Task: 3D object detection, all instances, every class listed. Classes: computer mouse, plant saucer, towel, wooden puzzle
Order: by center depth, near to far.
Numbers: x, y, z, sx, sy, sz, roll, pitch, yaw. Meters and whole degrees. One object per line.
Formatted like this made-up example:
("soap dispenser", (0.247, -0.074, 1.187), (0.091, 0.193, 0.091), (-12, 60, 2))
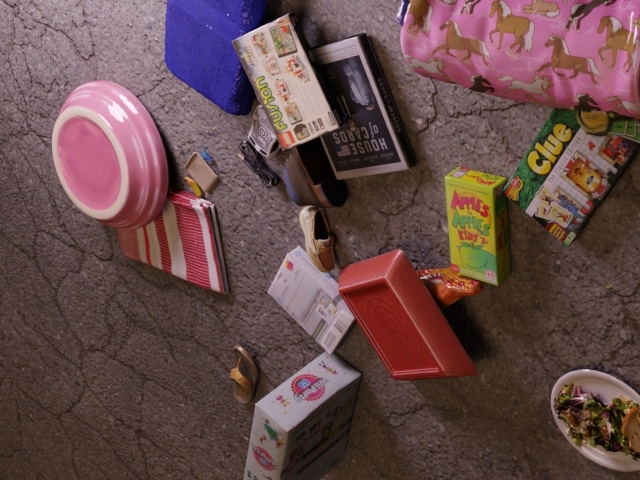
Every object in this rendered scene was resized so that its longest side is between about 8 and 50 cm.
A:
("towel", (-0.182, -0.397, 1.913), (0.228, 0.076, 0.308), (38, 137, 26))
("plant saucer", (0.140, 0.152, 1.950), (0.258, 0.048, 0.259), (58, 155, -5))
("computer mouse", (-0.098, -0.188, 2.001), (0.106, 0.042, 0.193), (48, 147, 15))
("wooden puzzle", (-0.243, -0.140, 2.206), (0.078, 0.014, 0.116), (52, 142, -3))
("plant saucer", (-0.467, -0.174, 2.312), (0.332, 0.084, 0.332), (18, 119, 36))
("towel", (-0.343, -0.019, 2.379), (0.329, 0.037, 0.237), (19, 130, 36))

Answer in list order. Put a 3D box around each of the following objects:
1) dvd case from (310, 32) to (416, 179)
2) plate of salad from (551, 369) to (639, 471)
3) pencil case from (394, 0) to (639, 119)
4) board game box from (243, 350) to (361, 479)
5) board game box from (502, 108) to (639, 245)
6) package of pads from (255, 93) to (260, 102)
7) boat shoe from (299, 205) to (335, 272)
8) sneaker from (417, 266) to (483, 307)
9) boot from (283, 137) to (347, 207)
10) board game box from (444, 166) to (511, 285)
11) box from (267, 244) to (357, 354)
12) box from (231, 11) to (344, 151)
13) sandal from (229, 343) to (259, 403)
("dvd case", (0.052, -0.222, 1.830), (0.179, 0.029, 0.238), (-5, 113, 48))
("plate of salad", (0.464, 0.303, 1.776), (0.200, 0.048, 0.199), (26, 134, 30))
("pencil case", (0.294, -0.273, 1.446), (0.386, 0.160, 0.167), (19, 165, 36))
("board game box", (-0.040, 0.402, 2.227), (0.097, 0.224, 0.303), (36, 138, 25))
("board game box", (0.374, -0.117, 1.578), (0.136, 0.030, 0.259), (43, 140, 17))
("package of pads", (-0.072, -0.271, 1.903), (0.083, 0.050, 0.032), (-11, 114, 49))
("boat shoe", (0.000, 0.000, 2.028), (0.045, 0.050, 0.135), (2, 118, 51))
("sneaker", (0.223, 0.083, 1.861), (0.175, 0.064, 0.067), (-3, 123, 57))
("boot", (-0.043, -0.150, 1.938), (0.106, 0.082, 0.219), (-8, 113, 45))
("board game box", (0.257, -0.023, 1.753), (0.092, 0.043, 0.181), (18, 129, 37))
("box", (-0.012, 0.120, 2.138), (0.186, 0.038, 0.145), (43, 140, 13))
("box", (-0.054, -0.266, 1.815), (0.114, 0.036, 0.207), (-20, 102, 21))
("sandal", (-0.180, 0.313, 2.442), (0.072, 0.049, 0.180), (32, 136, 26))
